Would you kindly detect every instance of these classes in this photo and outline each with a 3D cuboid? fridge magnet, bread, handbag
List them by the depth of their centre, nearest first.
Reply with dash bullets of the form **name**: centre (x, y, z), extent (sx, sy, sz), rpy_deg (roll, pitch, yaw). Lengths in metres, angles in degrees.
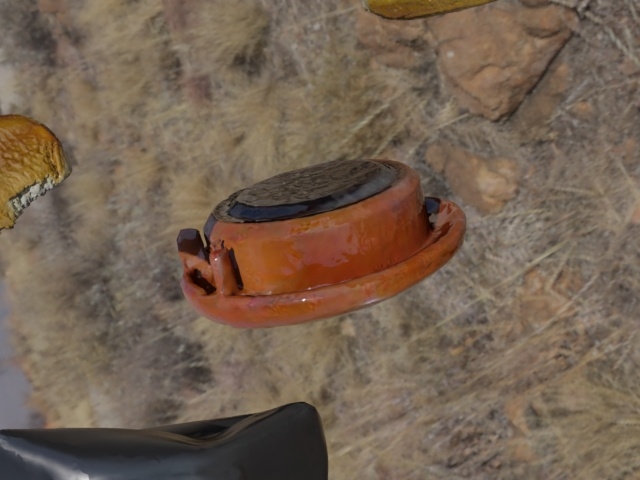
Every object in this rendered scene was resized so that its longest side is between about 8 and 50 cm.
- **bread**: centre (-0.283, -0.059, 0.735), extent (0.126, 0.129, 0.044), rpy_deg (26, 140, 26)
- **handbag**: centre (-0.148, 0.303, 0.785), extent (0.152, 0.342, 0.288), rpy_deg (106, 157, -67)
- **fridge magnet**: centre (0.000, 0.000, 1.090), extent (0.363, 0.363, 0.155), rpy_deg (15, 123, 58)

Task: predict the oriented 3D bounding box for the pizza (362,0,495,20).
- **pizza**: centre (0.088, -0.303, 0.647), extent (0.189, 0.071, 0.297), rpy_deg (-17, 76, 32)
